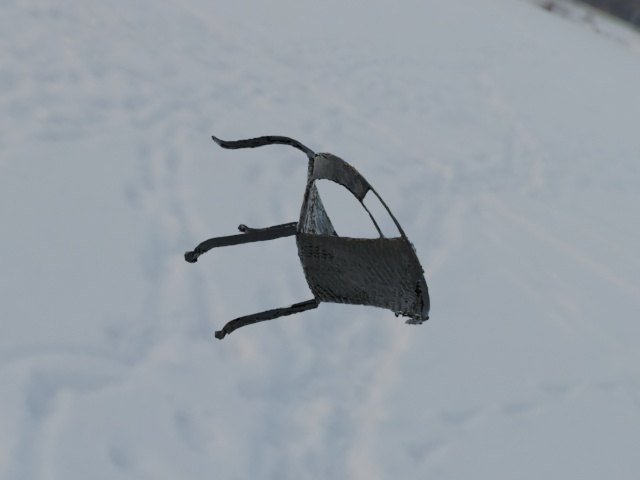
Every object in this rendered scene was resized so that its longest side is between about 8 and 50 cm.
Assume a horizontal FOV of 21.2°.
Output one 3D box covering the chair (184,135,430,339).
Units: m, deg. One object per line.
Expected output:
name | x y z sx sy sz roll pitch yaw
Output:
chair | 0.000 0.000 1.507 0.213 0.174 0.149 1 47 16
